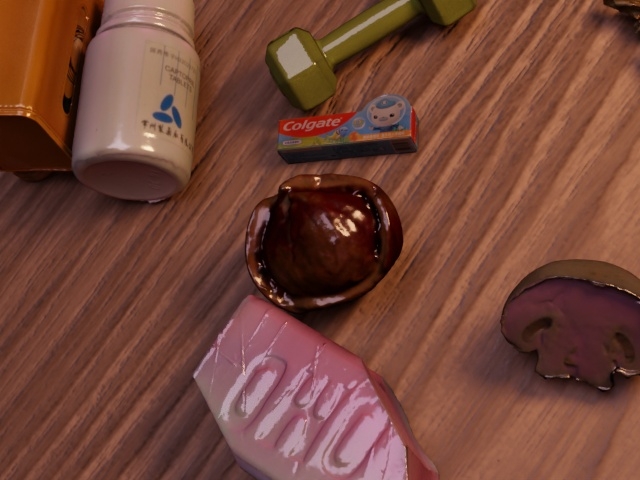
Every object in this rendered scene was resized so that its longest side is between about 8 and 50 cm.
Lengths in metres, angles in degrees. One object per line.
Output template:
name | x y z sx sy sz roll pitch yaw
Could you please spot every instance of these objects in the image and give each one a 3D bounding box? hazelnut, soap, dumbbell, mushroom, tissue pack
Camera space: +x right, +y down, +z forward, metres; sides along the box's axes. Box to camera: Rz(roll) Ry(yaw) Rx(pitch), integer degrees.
hazelnut | 0.004 0.007 1.487 0.202 0.160 0.170 -26 62 -5
soap | -0.003 0.228 1.427 0.324 0.109 0.192 30 81 27
dumbbell | 0.067 -0.296 1.615 0.302 0.121 0.108 -31 102 5
mushroom | 0.316 0.085 1.371 0.188 0.141 0.117 14 40 19
tissue pack | -0.416 -0.258 1.676 0.145 0.194 0.274 3 70 11

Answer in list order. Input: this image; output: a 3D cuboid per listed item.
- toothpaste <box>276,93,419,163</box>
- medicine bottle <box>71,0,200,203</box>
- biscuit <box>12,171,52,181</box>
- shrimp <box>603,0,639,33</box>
toothpaste | 0.038 -0.154 1.607 0.194 0.044 0.070 -4 66 18
medicine bottle | -0.259 -0.216 1.668 0.170 0.170 0.292 -6 67 17
biscuit | -0.472 -0.217 1.813 0.355 0.052 0.275 -6 67 17
shrimp | 0.474 -0.236 1.482 0.287 0.063 0.152 28 91 26
